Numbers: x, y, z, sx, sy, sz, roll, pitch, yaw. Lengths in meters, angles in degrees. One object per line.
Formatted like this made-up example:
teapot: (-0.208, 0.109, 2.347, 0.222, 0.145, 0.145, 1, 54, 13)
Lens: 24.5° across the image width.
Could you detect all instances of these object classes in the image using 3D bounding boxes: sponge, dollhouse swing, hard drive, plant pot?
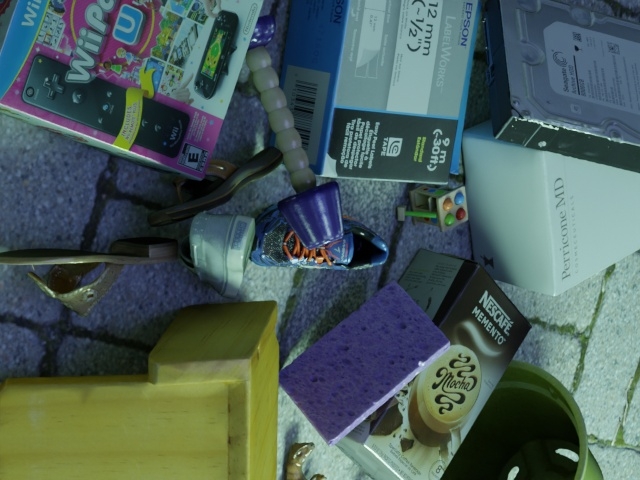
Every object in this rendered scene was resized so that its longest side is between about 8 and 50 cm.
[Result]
sponge: (0.055, 0.159, 1.921, 0.210, 0.117, 0.031, -38, 161, -12)
dollhouse swing: (-0.220, 0.268, 1.760, 0.315, 0.305, 0.347, -68, 159, -74)
hard drive: (0.390, -0.211, 2.024, 0.339, 0.064, 0.237, 12, 54, -17)
plant pot: (0.293, 0.343, 2.144, 0.254, 0.276, 0.276, 41, 73, -54)

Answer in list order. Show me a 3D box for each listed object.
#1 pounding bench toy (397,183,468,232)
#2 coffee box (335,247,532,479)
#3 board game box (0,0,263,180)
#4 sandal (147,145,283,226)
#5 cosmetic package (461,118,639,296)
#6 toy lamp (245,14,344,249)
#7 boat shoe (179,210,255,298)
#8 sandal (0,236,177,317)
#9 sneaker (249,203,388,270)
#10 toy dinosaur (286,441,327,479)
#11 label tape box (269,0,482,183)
pounding bench toy: (0.154, -0.042, 2.017, 0.083, 0.065, 0.052, -26, 118, -35)
coffee box: (0.142, 0.182, 2.030, 0.168, 0.119, 0.297, 46, 70, -38)
board game box: (-0.229, -0.213, 1.595, 0.303, 0.097, 0.224, 19, 88, -43)
sandal: (-0.128, -0.073, 1.738, 0.219, 0.090, 0.060, -34, 100, -40)
cosmetic package: (0.424, -0.113, 2.184, 0.453, 0.161, 0.230, -26, 118, -35)
toy lamp: (-0.042, -0.124, 1.735, 0.080, 0.080, 0.274, -19, 87, -38)
boat shoe: (-0.123, 0.009, 1.722, 0.081, 0.227, 0.079, 16, 75, -1)
sandal: (-0.254, 0.046, 1.648, 0.240, 0.088, 0.079, -7, 101, -47)
sneaker: (0.000, 0.000, 1.871, 0.221, 0.087, 0.083, -2, 102, -43)
toy dinosaur: (-0.033, 0.376, 1.973, 0.112, 0.064, 0.211, 15, 78, -34)
label tape box: (0.109, -0.205, 1.899, 0.348, 0.115, 0.249, 1, 101, -41)
